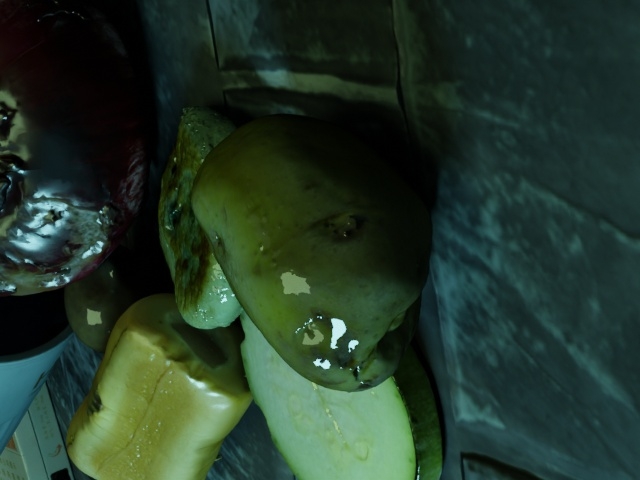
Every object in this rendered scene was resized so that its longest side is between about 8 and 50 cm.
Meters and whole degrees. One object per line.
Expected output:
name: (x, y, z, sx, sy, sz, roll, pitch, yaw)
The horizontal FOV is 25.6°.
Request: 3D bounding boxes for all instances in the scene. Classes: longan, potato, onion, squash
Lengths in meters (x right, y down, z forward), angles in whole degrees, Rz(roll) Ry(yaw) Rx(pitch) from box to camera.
longan: (-0.194, 0.054, 1.321, 0.113, 0.092, 0.113, 167, 90, -71)
potato: (-0.004, 0.002, 0.940, 0.200, 0.137, 0.154, 58, 138, 34)
onion: (-0.278, -0.104, 1.259, 0.314, 0.232, 0.314, 12, 114, 28)
squash: (0.016, 0.120, 1.084, 0.219, 0.041, 0.219, 35, 137, 40)

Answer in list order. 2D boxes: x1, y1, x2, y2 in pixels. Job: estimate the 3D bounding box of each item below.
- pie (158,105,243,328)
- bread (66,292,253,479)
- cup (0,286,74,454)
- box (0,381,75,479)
pie: (-0.095, -0.018, 1.128, 0.187, 0.041, 0.187, 177, 90, -67)
bread: (-0.143, 0.150, 1.287, 0.142, 0.091, 0.305, 29, 143, -3)
cup: (-0.431, 0.085, 1.506, 0.331, 0.257, 0.311, 60, 137, 27)
box: (-0.377, 0.224, 1.748, 0.141, 0.058, 0.201, 4, 110, 57)
